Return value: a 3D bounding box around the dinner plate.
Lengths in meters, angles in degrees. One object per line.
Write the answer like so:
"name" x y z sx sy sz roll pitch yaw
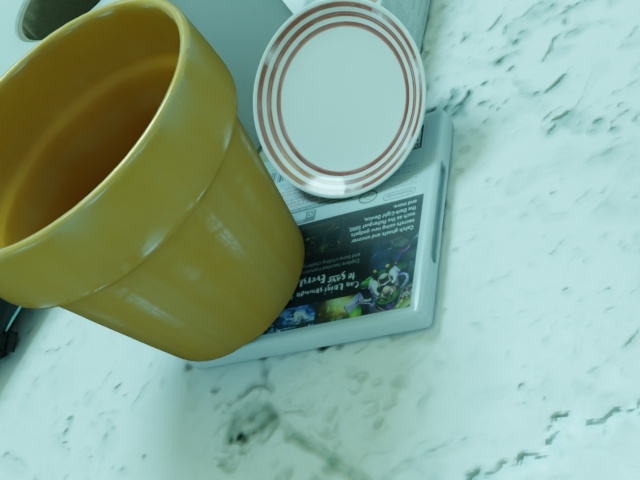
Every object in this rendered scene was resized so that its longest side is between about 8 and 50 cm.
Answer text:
"dinner plate" 0.014 -0.100 0.732 0.141 0.017 0.141 1 91 33

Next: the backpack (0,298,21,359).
"backpack" -0.345 0.022 0.915 0.188 0.144 0.165 3 64 48

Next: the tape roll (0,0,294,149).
"tape roll" -0.156 -0.167 0.894 0.246 0.169 0.246 -23 44 23

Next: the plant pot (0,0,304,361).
"plant pot" -0.113 -0.019 0.679 0.205 0.188 0.205 -22 44 23

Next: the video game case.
"video game case" 0.000 0.000 0.734 0.190 0.022 0.173 -14 48 31

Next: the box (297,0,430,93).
"box" 0.054 -0.229 0.852 0.063 0.067 0.323 -11 51 33
